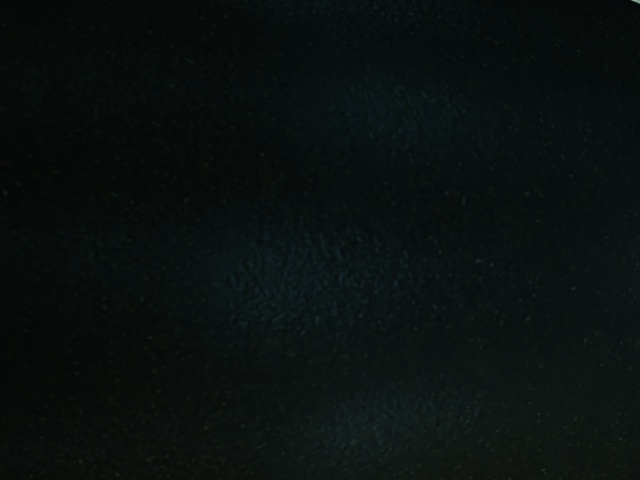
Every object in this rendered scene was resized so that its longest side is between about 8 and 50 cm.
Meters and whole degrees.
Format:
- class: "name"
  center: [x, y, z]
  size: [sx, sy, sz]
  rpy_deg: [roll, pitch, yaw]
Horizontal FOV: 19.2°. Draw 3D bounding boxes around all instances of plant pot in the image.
- class: "plant pot"
  center: [0.000, 0.000, 0.486]
  size: [0.215, 0.230, 0.215]
  rpy_deg: [-179, -90, -84]
